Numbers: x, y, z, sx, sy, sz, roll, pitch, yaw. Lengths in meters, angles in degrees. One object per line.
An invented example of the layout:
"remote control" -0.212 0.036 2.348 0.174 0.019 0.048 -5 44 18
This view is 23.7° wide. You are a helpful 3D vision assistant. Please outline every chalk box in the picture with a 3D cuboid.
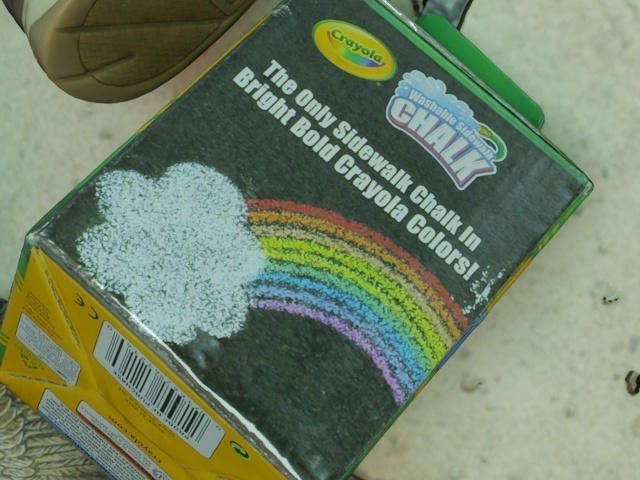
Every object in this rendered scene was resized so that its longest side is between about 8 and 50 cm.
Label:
"chalk box" 0.000 0.000 0.783 0.180 0.289 0.179 42 150 5

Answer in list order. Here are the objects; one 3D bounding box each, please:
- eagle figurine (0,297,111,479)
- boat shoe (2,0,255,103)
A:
"eagle figurine" -0.264 0.108 0.949 0.226 0.225 0.298 -23 89 16
"boat shoe" -0.024 -0.218 0.744 0.342 0.123 0.123 -43 56 4
